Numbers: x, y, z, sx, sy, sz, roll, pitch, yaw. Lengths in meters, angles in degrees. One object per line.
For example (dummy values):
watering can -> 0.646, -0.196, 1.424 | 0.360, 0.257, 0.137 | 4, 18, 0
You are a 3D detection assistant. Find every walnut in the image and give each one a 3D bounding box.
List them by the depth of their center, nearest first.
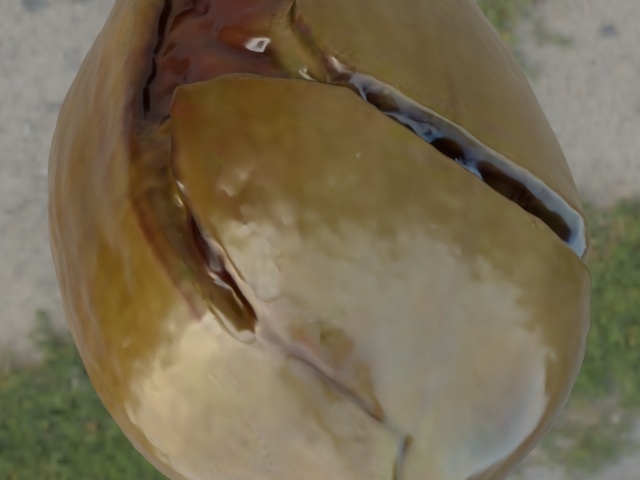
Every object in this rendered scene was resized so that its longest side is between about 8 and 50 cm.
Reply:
walnut -> 0.000, 0.000, 0.741 | 0.203, 0.298, 0.203 | -10, 137, -9
